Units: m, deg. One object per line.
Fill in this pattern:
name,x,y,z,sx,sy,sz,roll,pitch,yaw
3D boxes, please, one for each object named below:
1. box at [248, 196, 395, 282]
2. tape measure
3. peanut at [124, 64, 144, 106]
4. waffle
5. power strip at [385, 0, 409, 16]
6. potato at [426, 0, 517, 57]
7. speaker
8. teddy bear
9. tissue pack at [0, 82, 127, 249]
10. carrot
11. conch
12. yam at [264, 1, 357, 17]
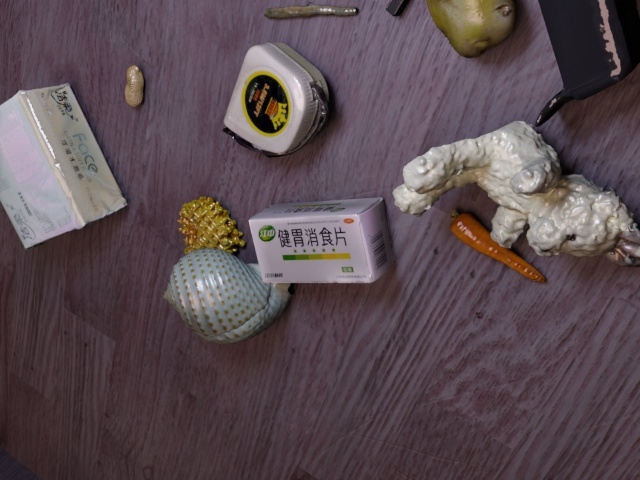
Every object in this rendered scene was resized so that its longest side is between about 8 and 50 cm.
box,-0.002,0.000,1.636,0.333,0.145,0.173,-1,108,32
tape measure,-0.095,-0.300,1.572,0.231,0.133,0.271,43,128,17
peanut,-0.503,-0.418,1.809,0.054,0.054,0.113,22,118,21
waffle,-0.317,-0.023,1.857,0.197,0.070,0.193,-16,103,34
power strip,0.176,-0.514,1.369,0.029,0.038,0.111,42,124,10
potato,0.282,-0.452,1.270,0.154,0.137,0.200,-21,100,36
speaker,0.435,-0.418,1.175,0.184,0.180,0.388,-9,106,39
teddy bear,0.390,-0.039,1.288,0.362,0.375,0.327,63,170,14
tissue pack,-0.812,-0.215,1.984,0.332,0.205,0.405,-16,102,35
carrot,0.384,0.022,1.470,0.257,0.061,0.061,39,125,7
conch,-0.250,0.169,1.783,0.319,0.215,0.303,10,139,11
yam,-0.024,-0.515,1.496,0.234,0.029,0.027,8,141,26
